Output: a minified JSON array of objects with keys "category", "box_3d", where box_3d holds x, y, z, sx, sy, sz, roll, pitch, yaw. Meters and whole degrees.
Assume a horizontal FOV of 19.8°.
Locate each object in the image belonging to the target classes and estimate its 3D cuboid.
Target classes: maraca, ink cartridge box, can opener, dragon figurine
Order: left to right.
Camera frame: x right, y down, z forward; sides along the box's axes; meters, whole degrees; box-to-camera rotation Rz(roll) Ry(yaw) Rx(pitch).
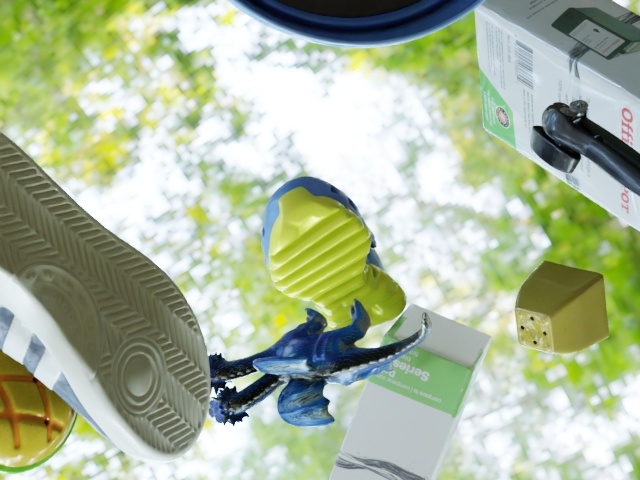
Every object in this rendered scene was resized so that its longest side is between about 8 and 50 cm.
[{"category":"maraca","box_3d":[-0.262,0.121,1.614,0.127,0.099,0.185,43,-130,-18]},{"category":"dragon figurine","box_3d":[-0.009,0.131,1.830,0.144,0.289,0.085,-37,-68,-34]},{"category":"ink cartridge box","box_3d":[0.095,0.233,2.178,0.115,0.272,0.198,22,-168,7]},{"category":"ink cartridge box","box_3d":[0.328,-0.173,2.209,0.121,0.211,0.289,-33,-131,-23]},{"category":"can opener","box_3d":[0.306,-0.095,1.982,0.059,0.073,0.186,-25,-137,-35]}]

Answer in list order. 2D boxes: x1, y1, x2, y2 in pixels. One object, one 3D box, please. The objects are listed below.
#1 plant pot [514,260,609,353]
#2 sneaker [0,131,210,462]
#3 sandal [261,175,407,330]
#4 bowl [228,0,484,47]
[{"category":"plant pot","box_3d":[0.257,0.081,2.010,0.083,0.081,0.081,-33,-56,-40]},{"category":"sneaker","box_3d":[-0.224,0.044,1.415,0.350,0.148,0.131,53,-131,-31]},{"category":"sandal","box_3d":[0.000,0.000,2.105,0.317,0.126,0.138,60,-173,-64]},{"category":"bowl","box_3d":[0.030,-0.382,1.781,0.391,0.391,0.077,53,176,-8]}]
